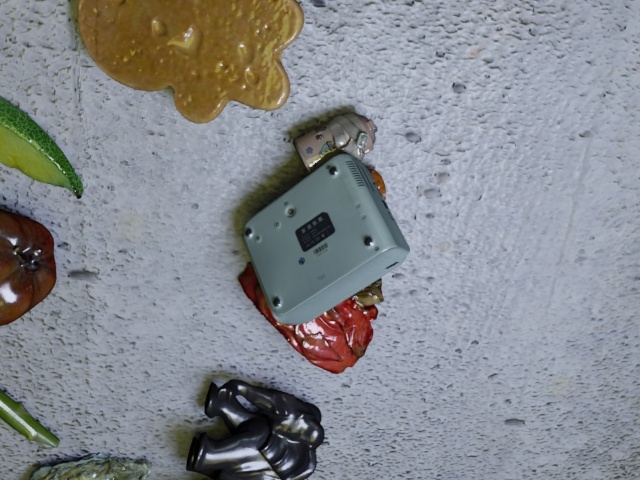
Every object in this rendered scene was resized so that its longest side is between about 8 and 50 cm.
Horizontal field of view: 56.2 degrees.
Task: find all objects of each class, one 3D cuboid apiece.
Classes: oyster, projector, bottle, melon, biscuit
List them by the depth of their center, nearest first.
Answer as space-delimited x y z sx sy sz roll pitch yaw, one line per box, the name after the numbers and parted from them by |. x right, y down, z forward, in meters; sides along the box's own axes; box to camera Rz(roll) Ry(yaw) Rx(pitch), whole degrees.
-0.209 -0.330 0.961 0.355 0.052 0.275 10 106 2 | biscuit
-0.517 -0.155 1.015 0.262 0.053 0.114 39 109 -20 | melon
0.000 0.000 1.034 0.250 0.198 0.108 -34 154 22 | projector
0.035 -0.174 1.068 0.152 0.099 0.098 -26 114 1 | bottle
-0.504 0.555 1.286 0.268 0.112 0.198 6 90 -3 | oyster

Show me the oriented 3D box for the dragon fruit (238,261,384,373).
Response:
0.018 0.125 1.157 0.317 0.152 0.205 40 100 -20 | dragon fruit

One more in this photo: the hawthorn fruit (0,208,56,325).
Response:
-0.584 0.051 1.022 0.248 0.208 0.208 -12 116 23 | hawthorn fruit

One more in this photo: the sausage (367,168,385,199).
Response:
0.053 -0.058 1.129 0.089 0.089 0.179 40 105 -21 | sausage

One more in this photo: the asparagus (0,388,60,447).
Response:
-0.607 0.369 1.220 0.041 0.045 0.178 -20 119 36 | asparagus

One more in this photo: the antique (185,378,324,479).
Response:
-0.140 0.448 1.248 0.255 0.185 0.322 14 102 -10 | antique
